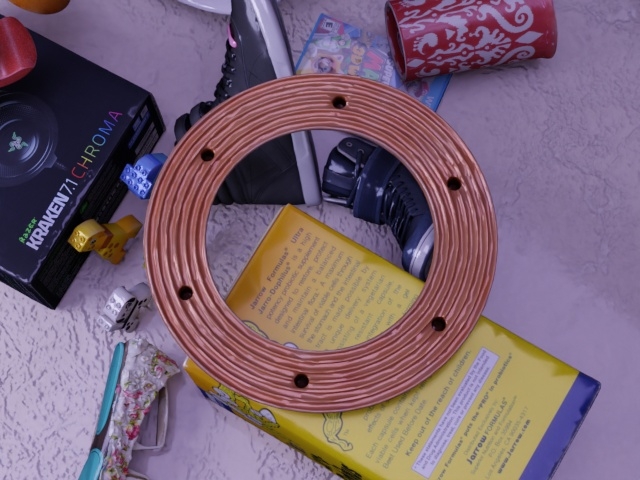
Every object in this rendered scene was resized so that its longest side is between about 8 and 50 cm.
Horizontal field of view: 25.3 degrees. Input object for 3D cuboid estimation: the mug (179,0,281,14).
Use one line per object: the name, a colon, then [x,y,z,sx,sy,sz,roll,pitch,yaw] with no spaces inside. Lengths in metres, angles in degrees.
mug: [-0.123,-0.466,1.586,0.374,0.276,0.328,10,61,34]

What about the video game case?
video game case: [0.053,-0.176,1.616,0.166,0.015,0.119,23,77,7]

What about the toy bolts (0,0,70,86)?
toy bolts: [-0.367,-0.212,1.466,0.218,0.158,0.228,4,56,-40]

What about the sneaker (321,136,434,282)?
sneaker: [0.069,-0.033,1.490,0.163,0.226,0.086,21,112,7]

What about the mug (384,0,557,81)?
mug: [0.160,-0.242,1.591,0.169,0.150,0.113,-14,108,-5]

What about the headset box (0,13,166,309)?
headset box: [-0.355,-0.104,1.546,0.283,0.131,0.246,29,77,9]

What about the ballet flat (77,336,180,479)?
ballet flat: [-0.205,0.220,1.487,0.077,0.091,0.240,19,79,-17]

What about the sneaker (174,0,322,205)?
sneaker: [-0.095,-0.155,1.506,0.147,0.104,0.295,-11,120,4]

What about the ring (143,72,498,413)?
ring: [0.000,0.000,1.364,0.337,0.032,0.336,0,76,1]

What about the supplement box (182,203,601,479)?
supplement box: [0.069,0.151,1.438,0.357,0.194,0.195,30,78,9]

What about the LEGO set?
LEGO set: [-0.201,-0.010,1.488,0.087,0.093,0.227,39,111,20]
